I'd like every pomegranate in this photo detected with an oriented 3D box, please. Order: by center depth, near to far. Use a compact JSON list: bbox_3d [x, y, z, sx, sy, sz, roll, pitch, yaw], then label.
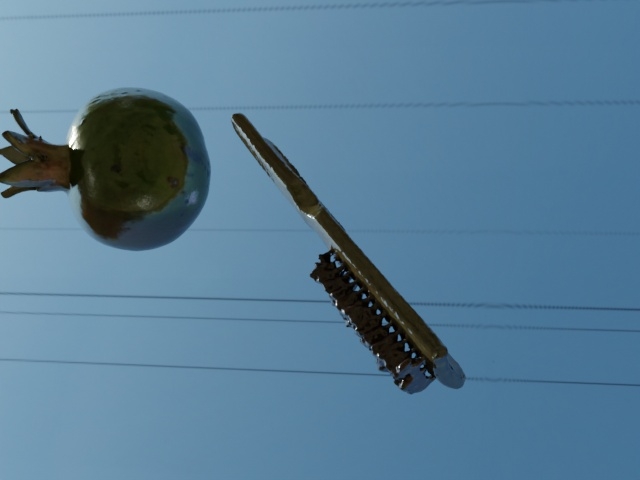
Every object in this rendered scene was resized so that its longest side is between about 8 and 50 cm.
[{"bbox_3d":[-0.233,-0.079,0.969,0.224,0.181,0.182,-1,-99,-19],"label":"pomegranate"}]

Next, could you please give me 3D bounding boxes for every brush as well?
[{"bbox_3d":[0.000,0.000,0.528,0.036,0.043,0.248,-36,-131,-2],"label":"brush"}]
